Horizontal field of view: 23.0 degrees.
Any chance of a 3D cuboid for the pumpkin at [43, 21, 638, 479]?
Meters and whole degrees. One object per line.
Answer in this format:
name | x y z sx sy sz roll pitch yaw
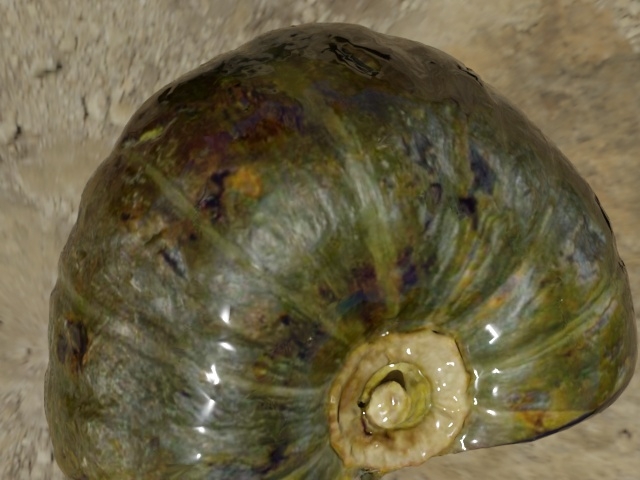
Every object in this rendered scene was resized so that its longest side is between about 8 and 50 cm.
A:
pumpkin | 0.000 0.000 0.842 0.325 0.242 0.232 -14 101 -23
